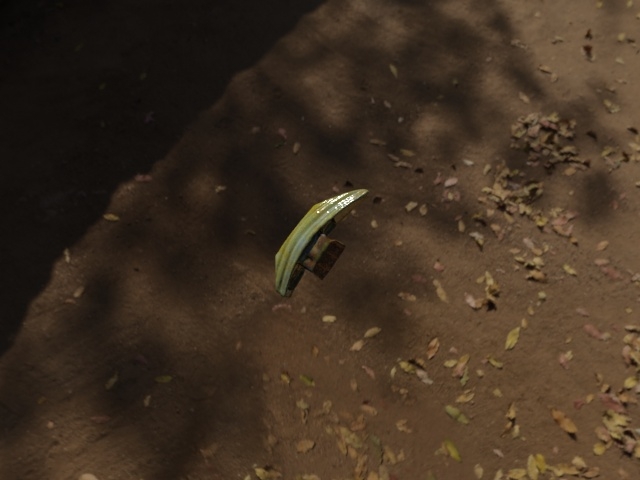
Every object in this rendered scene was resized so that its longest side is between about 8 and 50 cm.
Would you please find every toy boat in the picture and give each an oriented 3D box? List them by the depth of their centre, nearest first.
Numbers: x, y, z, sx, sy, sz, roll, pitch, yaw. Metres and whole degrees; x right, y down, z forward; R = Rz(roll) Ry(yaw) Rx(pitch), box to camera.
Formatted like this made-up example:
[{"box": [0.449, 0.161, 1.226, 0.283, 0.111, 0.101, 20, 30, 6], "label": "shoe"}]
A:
[{"box": [0.000, 0.000, 0.713, 0.066, 0.065, 0.172, 35, 84, 11], "label": "toy boat"}]
